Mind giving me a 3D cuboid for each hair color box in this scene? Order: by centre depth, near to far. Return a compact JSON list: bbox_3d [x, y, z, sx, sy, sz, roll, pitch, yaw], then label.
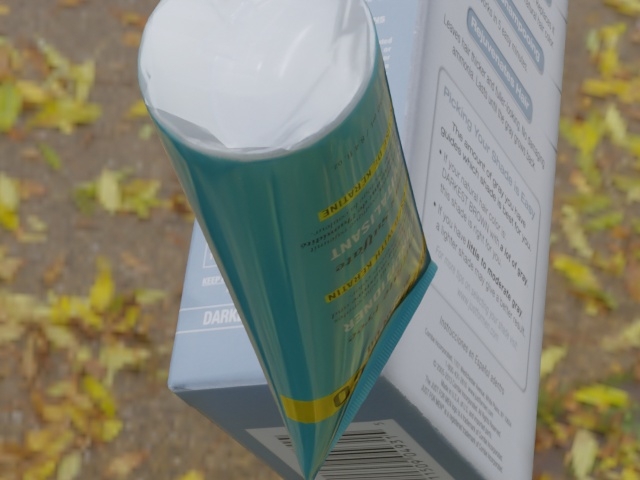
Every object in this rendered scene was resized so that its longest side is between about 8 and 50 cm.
[{"bbox_3d":[0.039,-0.062,1.009,0.114,0.185,0.374,-6,60,26],"label":"hair color box"}]

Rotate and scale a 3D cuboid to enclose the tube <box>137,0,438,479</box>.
[{"bbox_3d":[0.000,0.000,0.512,0.052,0.207,0.080,31,75,19],"label":"tube"}]
